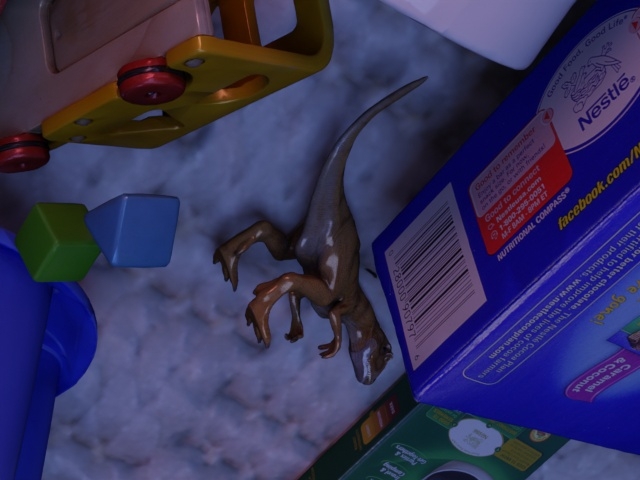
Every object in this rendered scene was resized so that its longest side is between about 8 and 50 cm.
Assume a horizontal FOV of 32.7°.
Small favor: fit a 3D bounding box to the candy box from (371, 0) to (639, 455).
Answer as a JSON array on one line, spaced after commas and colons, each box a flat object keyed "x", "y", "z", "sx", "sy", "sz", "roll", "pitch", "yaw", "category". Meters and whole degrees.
[{"x": 0.236, "y": 0.002, "z": 0.571, "sx": 0.317, "sy": 0.122, "sz": 0.268, "roll": 19, "pitch": 130, "yaw": -29, "category": "candy box"}]

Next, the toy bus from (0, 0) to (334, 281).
[{"x": -0.088, "y": -0.091, "z": 0.513, "sx": 0.104, "sy": 0.202, "sz": 0.191, "roll": 2, "pitch": 120, "yaw": -48, "category": "toy bus"}]

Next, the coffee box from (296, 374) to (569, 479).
[{"x": 0.078, "y": 0.144, "z": 0.738, "sx": 0.113, "sy": 0.040, "sz": 0.184, "roll": 31, "pitch": 112, "yaw": -26, "category": "coffee box"}]

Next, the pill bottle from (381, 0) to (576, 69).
[{"x": 0.097, "y": -0.217, "z": 0.396, "sx": 0.161, "sy": 0.161, "sz": 0.283, "roll": 24, "pitch": 109, "yaw": -23, "category": "pill bottle"}]

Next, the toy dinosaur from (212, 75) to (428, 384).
[{"x": 0.000, "y": 0.000, "z": 0.630, "sx": 0.112, "sy": 0.064, "sz": 0.211, "roll": -23, "pitch": 134, "yaw": -20, "category": "toy dinosaur"}]

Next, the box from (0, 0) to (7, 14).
[{"x": -0.168, "y": -0.190, "z": 0.388, "sx": 0.142, "sy": 0.154, "sz": 0.300, "roll": 34, "pitch": 113, "yaw": 1, "category": "box"}]

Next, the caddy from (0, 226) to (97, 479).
[{"x": -0.287, "y": 0.074, "z": 0.551, "sx": 0.341, "sy": 0.179, "sz": 0.241, "roll": 1, "pitch": 145, "yaw": -11, "category": "caddy"}]
